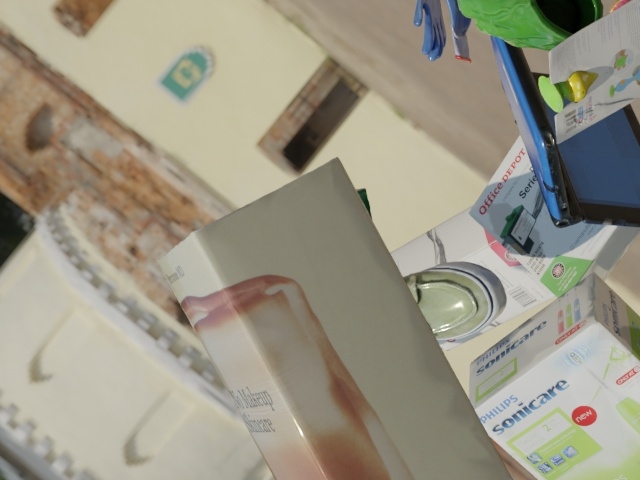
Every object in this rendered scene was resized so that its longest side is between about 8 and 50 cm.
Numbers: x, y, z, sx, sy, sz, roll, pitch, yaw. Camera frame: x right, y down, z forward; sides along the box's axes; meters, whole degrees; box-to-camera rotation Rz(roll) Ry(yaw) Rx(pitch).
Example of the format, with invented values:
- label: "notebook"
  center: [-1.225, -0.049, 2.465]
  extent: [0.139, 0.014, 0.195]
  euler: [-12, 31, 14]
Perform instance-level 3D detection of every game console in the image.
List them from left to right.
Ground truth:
- label: "game console"
  center: [0.347, -0.171, 1.712]
  extent: [0.250, 0.173, 0.293]
  euler: [66, -172, -49]

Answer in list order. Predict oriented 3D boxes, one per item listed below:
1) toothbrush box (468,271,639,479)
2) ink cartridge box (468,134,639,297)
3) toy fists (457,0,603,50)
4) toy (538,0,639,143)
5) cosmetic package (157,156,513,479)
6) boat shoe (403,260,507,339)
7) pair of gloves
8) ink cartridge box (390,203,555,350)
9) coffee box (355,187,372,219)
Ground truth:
- label: "toothbrush box"
  center: [0.349, 0.213, 1.578]
  extent: [0.283, 0.206, 0.122]
  euler: [44, -154, -14]
- label: "ink cartridge box"
  center: [0.351, -0.035, 1.937]
  extent: [0.093, 0.160, 0.219]
  euler: [2, -144, -50]
- label: "toy fists"
  center: [0.178, -0.298, 1.414]
  extent: [0.279, 0.096, 0.142]
  euler: [28, 170, -27]
- label: "toy"
  center: [0.327, -0.215, 1.360]
  extent: [0.056, 0.237, 0.137]
  euler: [46, 163, 38]
- label: "cosmetic package"
  center: [0.011, 0.106, 0.971]
  extent: [0.296, 0.129, 0.153]
  euler: [62, 161, 1]
- label: "boat shoe"
  center: [0.122, 0.102, 1.806]
  extent: [0.302, 0.094, 0.109]
  euler: [-14, 98, 45]
- label: "pair of gloves"
  center: [0.187, -0.342, 1.905]
  extent: [0.023, 0.159, 0.198]
  euler: [-2, -177, 30]
- label: "ink cartridge box"
  center: [0.280, 0.055, 2.324]
  extent: [0.207, 0.283, 0.117]
  euler: [40, -149, -39]
- label: "coffee box"
  center: [0.000, 0.000, 1.857]
  extent: [0.040, 0.184, 0.113]
  euler: [1, 109, 50]
